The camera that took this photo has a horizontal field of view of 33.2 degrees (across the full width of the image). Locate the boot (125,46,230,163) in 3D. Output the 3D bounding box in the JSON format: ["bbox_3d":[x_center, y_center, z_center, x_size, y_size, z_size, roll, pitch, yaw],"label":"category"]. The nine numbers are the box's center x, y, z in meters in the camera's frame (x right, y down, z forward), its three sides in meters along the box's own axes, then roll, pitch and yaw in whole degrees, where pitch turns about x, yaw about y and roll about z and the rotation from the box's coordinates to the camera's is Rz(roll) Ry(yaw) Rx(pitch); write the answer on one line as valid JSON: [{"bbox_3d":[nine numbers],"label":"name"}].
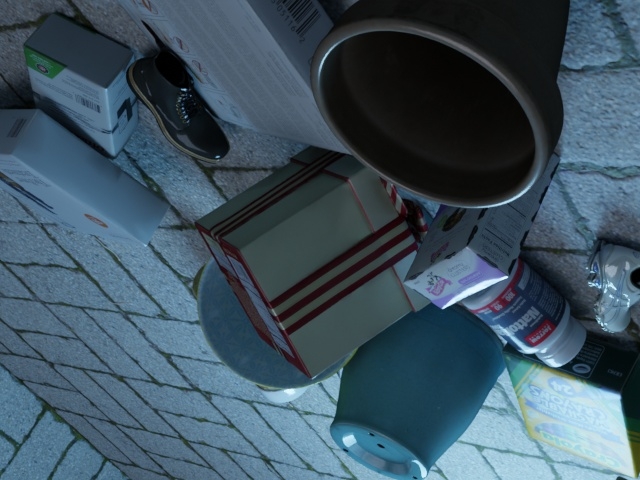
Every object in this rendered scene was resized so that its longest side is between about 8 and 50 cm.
[{"bbox_3d":[-0.198,-0.197,1.598,0.198,0.077,0.137,42,162,-17],"label":"boot"}]

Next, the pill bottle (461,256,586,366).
[{"bbox_3d":[0.308,0.105,1.605,0.180,0.108,0.108,39,151,-17],"label":"pill bottle"}]

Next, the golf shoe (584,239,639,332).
[{"bbox_3d":[0.424,0.073,1.491,0.086,0.069,0.176,5,144,29],"label":"golf shoe"}]

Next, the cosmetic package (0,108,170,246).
[{"bbox_3d":[-0.473,-0.115,1.895,0.284,0.097,0.377,35,165,-32],"label":"cosmetic package"}]

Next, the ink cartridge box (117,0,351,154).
[{"bbox_3d":[-0.113,-0.273,1.458,0.385,0.091,0.308,21,156,52],"label":"ink cartridge box"}]

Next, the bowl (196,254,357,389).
[{"bbox_3d":[-0.052,0.098,1.849,0.290,0.289,0.156,28,-167,5],"label":"bowl"}]

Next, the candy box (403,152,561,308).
[{"bbox_3d":[0.208,-0.024,1.394,0.070,0.196,0.165,35,152,-11],"label":"candy box"}]

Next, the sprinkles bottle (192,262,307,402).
[{"bbox_3d":[-0.129,0.180,2.127,0.121,0.121,0.355,10,145,33],"label":"sprinkles bottle"}]

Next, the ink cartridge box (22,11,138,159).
[{"bbox_3d":[-0.377,-0.241,1.715,0.153,0.086,0.208,27,152,7],"label":"ink cartridge box"}]

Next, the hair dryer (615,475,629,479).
[{"bbox_3d":[0.674,0.460,1.892,0.294,0.080,0.224,11,171,33],"label":"hair dryer"}]

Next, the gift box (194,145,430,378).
[{"bbox_3d":[0.000,0.000,1.517,0.255,0.258,0.276,31,150,61],"label":"gift box"}]

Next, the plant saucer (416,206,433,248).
[{"bbox_3d":[0.184,0.018,1.678,0.067,0.018,0.192,-5,135,47],"label":"plant saucer"}]

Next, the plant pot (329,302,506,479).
[{"bbox_3d":[0.149,0.264,1.856,0.272,0.255,0.271,23,152,13],"label":"plant pot"}]

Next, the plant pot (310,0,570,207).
[{"bbox_3d":[0.152,-0.203,1.125,0.263,0.229,0.263,23,152,13],"label":"plant pot"}]

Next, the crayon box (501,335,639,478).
[{"bbox_3d":[0.432,0.273,1.766,0.203,0.083,0.323,17,150,34],"label":"crayon box"}]

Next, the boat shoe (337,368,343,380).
[{"bbox_3d":[0.039,0.212,2.075,0.076,0.080,0.228,33,161,35],"label":"boat shoe"}]
